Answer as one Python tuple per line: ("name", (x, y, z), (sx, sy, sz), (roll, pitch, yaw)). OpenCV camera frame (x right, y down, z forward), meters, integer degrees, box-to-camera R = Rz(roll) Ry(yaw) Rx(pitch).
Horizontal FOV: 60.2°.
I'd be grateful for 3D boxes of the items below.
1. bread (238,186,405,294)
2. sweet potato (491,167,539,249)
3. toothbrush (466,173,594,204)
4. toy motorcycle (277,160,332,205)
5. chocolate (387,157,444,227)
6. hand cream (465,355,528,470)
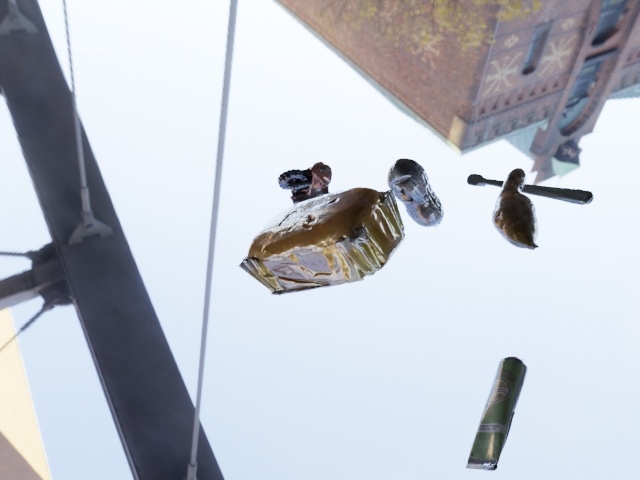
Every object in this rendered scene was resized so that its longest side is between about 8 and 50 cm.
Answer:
("bread", (0.000, 0.000, 0.825), (0.241, 0.107, 0.136), (-14, -153, 44))
("sweet potato", (0.336, -0.055, 0.964), (0.075, 0.074, 0.269), (11, -144, 8))
("toothbrush", (0.431, -0.109, 1.161), (0.031, 0.030, 0.297), (10, -173, -37))
("toy motorcycle", (-0.013, -0.114, 1.261), (0.118, 0.212, 0.084), (-20, -114, 11))
("chocolate", (0.262, -0.130, 1.520), (0.110, 0.248, 0.110), (-21, -140, 19))
("hand cream", (0.335, 0.317, 1.035), (0.055, 0.086, 0.235), (35, -117, -6))
